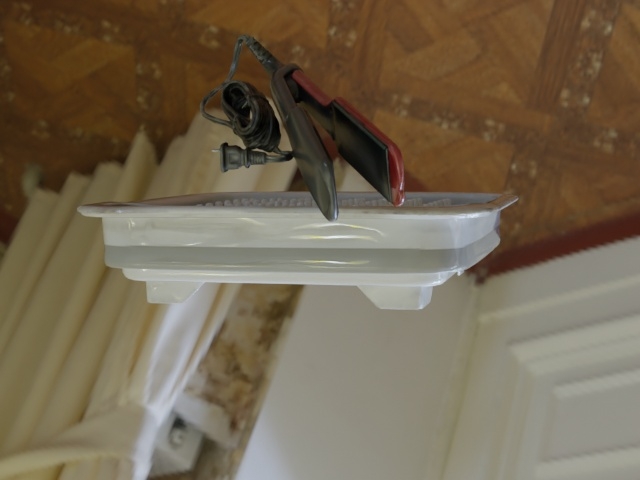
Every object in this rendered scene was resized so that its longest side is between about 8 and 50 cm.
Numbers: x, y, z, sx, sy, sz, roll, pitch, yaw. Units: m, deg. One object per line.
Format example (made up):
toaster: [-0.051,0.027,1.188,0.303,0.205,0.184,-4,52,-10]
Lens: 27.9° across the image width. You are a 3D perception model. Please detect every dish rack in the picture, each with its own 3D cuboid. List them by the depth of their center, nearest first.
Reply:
dish rack: [0.000,0.000,0.980,0.285,0.333,0.072,0,95,13]

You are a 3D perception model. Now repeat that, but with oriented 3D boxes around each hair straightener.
hair straightener: [-0.029,-0.077,0.806,0.089,0.230,0.047,-15,125,-14]
